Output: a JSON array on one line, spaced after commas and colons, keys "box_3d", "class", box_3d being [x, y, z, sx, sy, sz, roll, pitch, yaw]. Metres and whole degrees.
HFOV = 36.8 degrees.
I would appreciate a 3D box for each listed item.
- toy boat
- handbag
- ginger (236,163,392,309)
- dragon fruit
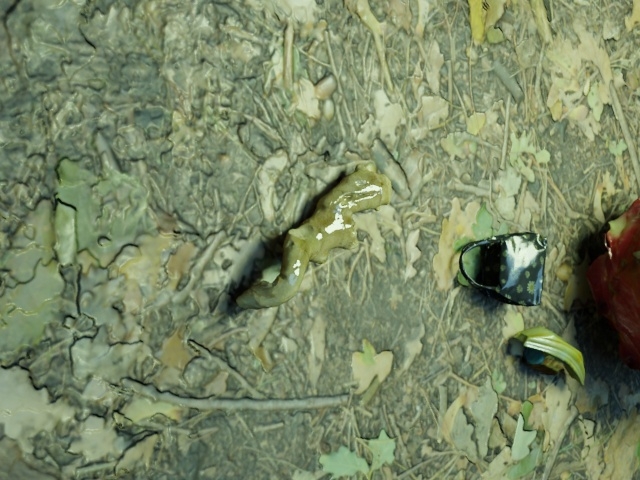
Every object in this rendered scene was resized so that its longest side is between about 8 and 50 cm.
[{"box_3d": [0.375, 0.187, 1.555, 0.172, 0.065, 0.066, 30, 95, -35], "class": "toy boat"}, {"box_3d": [0.267, 0.037, 1.467, 0.139, 0.072, 0.115, 9, 87, -26], "class": "handbag"}, {"box_3d": [0.000, 0.000, 1.247, 0.288, 0.075, 0.089, -48, 124, -32], "class": "ginger"}, {"box_3d": [0.611, 0.060, 1.630, 0.386, 0.249, 0.371, 24, 92, -33], "class": "dragon fruit"}]
